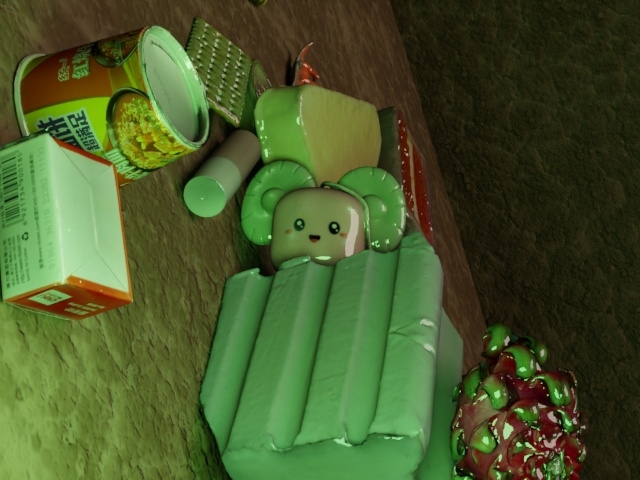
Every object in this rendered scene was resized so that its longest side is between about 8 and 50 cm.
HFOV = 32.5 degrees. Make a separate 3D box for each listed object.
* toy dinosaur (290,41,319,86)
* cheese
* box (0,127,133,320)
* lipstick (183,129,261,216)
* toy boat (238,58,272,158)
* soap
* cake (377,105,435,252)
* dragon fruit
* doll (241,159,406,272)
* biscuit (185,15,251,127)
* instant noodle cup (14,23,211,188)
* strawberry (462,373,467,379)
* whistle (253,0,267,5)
[{"bbox_3d":[-0.041,-0.342,2.433,0.101,0.055,0.279,43,33,-41],"label":"toy dinosaur"},{"bbox_3d":[-0.008,-0.161,2.043,0.384,0.104,0.384,0,90,-64],"label":"cheese"},{"bbox_3d":[-0.292,-0.013,1.227,0.133,0.099,0.182,25,50,-63],"label":"box"},{"bbox_3d":[-0.156,-0.113,1.797,0.254,0.070,0.070,-66,135,-66],"label":"lipstick"},{"bbox_3d":[-0.120,-0.246,2.066,0.116,0.061,0.188,2,71,-71],"label":"toy boat"},{"bbox_3d":[0.024,0.217,1.602,0.435,0.350,0.213,-80,155,-55],"label":"soap"},{"bbox_3d":[0.106,-0.101,2.335,0.237,0.230,0.309,52,26,-45],"label":"cake"},{"bbox_3d":[0.270,0.230,1.477,0.218,0.198,0.272,34,61,-39],"label":"dragon fruit"},{"bbox_3d":[0.000,0.000,1.886,0.216,0.284,0.268,67,30,-76],"label":"doll"},{"bbox_3d":[-0.180,-0.300,1.930,0.139,0.016,0.231,37,31,-23],"label":"biscuit"},{"bbox_3d":[-0.250,-0.166,1.379,0.213,0.174,0.213,-19,90,-72],"label":"instant noodle cup"},{"bbox_3d":[0.128,0.381,1.920,0.295,0.317,0.345,35,58,2],"label":"strawberry"},{"bbox_3d":[-0.147,-0.532,2.339,0.046,0.057,0.109,-61,167,-1],"label":"whistle"}]
